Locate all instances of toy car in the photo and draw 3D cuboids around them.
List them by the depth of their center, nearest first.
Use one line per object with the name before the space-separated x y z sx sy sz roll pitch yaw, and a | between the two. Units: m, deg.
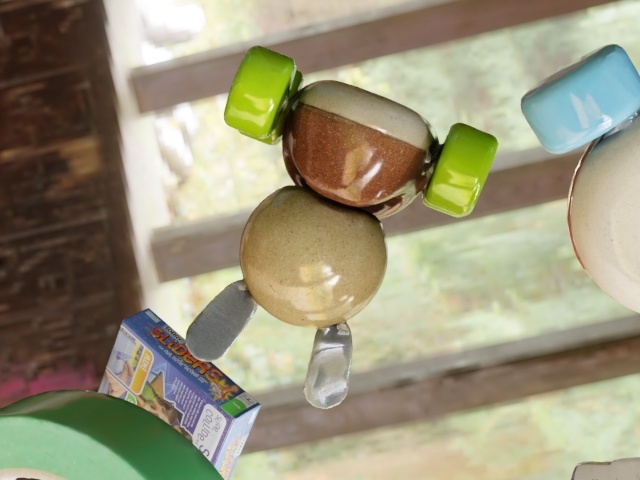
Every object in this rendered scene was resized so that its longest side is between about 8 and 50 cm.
toy car | 0.000 0.000 0.971 0.149 0.155 0.188 -3 115 -87
toy car | 0.254 -0.049 1.045 0.219 0.210 0.238 59 8 -6

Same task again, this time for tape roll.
tape roll | -0.191 0.281 1.261 0.077 0.321 0.321 -21 100 -59

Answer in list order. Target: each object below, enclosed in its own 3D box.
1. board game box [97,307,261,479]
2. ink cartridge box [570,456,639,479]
board game box | -0.138 0.175 1.384 0.035 0.136 0.201 -27 149 -47
ink cartridge box | 0.177 0.225 0.845 0.224 0.045 0.223 153 -50 -74
